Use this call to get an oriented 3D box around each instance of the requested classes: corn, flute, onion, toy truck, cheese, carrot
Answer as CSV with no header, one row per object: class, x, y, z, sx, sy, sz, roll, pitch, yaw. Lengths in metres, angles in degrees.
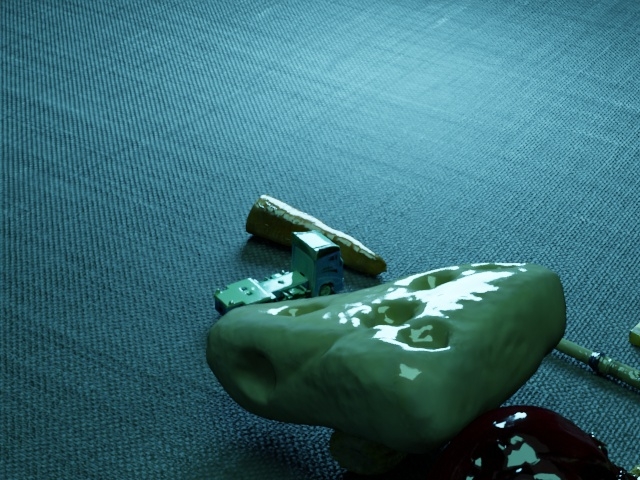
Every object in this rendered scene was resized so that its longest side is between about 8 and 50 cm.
corn,0.081,0.197,1.313,0.085,0.063,0.165,-12,16,39
flute,0.304,0.132,1.464,0.233,0.027,0.027,25,39,30
onion,0.213,0.283,1.059,0.281,0.221,0.280,4,58,-6
toy truck,-0.054,0.045,1.523,0.175,0.081,0.067,-18,36,-29
cheese,0.084,0.103,1.288,0.328,0.129,0.351,-22,17,-38
carrot,0.000,0.000,1.631,0.210,0.061,0.061,23,37,21

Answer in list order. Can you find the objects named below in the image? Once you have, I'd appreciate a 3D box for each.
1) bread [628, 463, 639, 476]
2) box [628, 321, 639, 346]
bread,0.362,0.258,1.223,0.083,0.076,0.070,-13,39,-22
box,0.466,0.132,1.481,0.149,0.020,0.073,24,38,30
